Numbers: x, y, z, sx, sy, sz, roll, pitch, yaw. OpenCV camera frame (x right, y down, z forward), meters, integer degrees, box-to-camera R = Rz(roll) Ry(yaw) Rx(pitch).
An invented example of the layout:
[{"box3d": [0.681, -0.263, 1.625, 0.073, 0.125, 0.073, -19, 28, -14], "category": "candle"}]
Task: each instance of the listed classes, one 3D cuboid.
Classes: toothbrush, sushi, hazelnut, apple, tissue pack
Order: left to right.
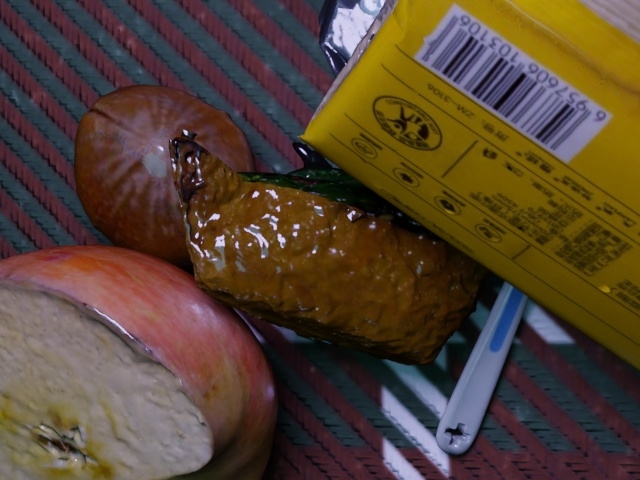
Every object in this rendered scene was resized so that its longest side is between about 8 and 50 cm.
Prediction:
[{"box3d": [-0.151, 0.115, 1.239, 0.251, 0.163, 0.293, 24, 129, 17], "category": "apple"}, {"box3d": [-0.125, -0.049, 1.246, 0.150, 0.150, 0.150, 1, 93, 18], "category": "hazelnut"}, {"box3d": [0.000, 0.001, 1.184, 0.287, 0.149, 0.140, 19, 84, -19], "category": "sushi"}, {"box3d": [0.166, -0.013, 1.220, 0.040, 0.040, 0.386, 25, 103, 15], "category": "toothbrush"}, {"box3d": [0.218, -0.078, 0.999, 0.382, 0.293, 0.228, 35, 64, -3], "category": "tissue pack"}]

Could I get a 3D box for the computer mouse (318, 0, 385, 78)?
[{"box3d": [0.099, -0.126, 1.212, 0.231, 0.071, 0.126, 38, 98, 12], "category": "computer mouse"}]
